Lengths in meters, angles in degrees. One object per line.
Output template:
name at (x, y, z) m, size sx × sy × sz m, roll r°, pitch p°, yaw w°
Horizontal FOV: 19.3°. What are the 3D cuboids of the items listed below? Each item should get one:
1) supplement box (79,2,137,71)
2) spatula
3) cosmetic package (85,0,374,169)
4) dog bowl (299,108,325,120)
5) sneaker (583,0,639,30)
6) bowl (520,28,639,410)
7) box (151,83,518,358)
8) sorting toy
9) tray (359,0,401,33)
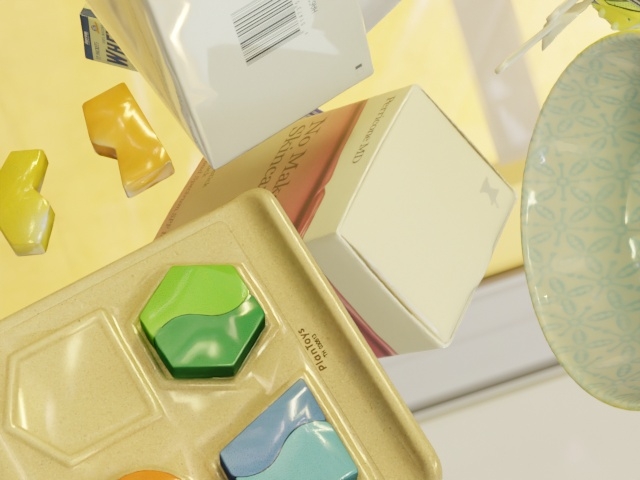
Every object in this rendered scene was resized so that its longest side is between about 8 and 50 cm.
supplement box at (-0.156, -0.197, 1.650) m, size 0.056 × 0.083 × 0.083 m, roll 90°, pitch 20°, yaw -52°
spatula at (0.232, -0.215, 1.651) m, size 0.019 × 0.168 × 0.242 m, roll 46°, pitch 31°, yaw 1°
cosmetic package at (-0.093, -0.209, 1.230) m, size 0.224 × 0.138 × 0.224 m, roll 54°, pitch -10°, yaw 30°
dog bowl at (0.015, -0.047, 1.910) m, size 0.265 × 0.104 × 0.265 m, roll 30°, pitch -4°, yaw 2°
sneaker at (0.290, -0.294, 1.945) m, size 0.145 × 0.385 × 0.147 m, roll -30°, pitch 131°, yaw -66°
bowl at (0.295, -0.015, 1.440) m, size 0.289 × 0.156 × 0.289 m, roll 0°, pitch -90°, yaw 63°
box at (0.000, 0.000, 1.361) m, size 0.127 × 0.232 × 0.148 m, roll 46°, pitch 53°, yaw -26°
sorting toy at (-0.104, 0.063, 1.040) m, size 0.307 × 0.229 × 0.041 m, roll 58°, pitch -9°, yaw 20°
tray at (-0.026, -0.288, 2.256) m, size 0.145 × 0.270 × 0.030 m, roll -41°, pitch -120°, yaw 46°
